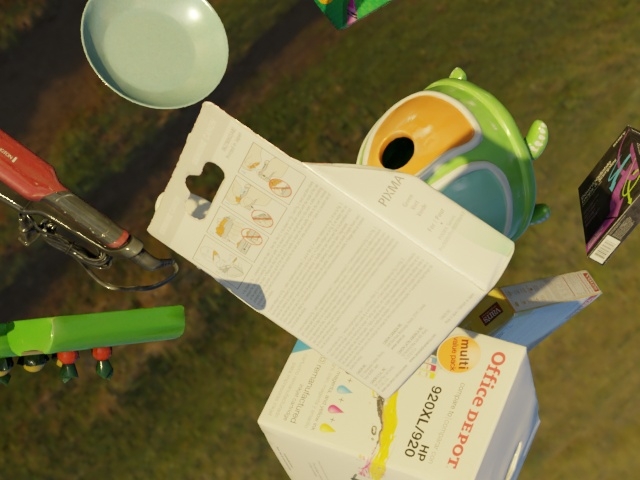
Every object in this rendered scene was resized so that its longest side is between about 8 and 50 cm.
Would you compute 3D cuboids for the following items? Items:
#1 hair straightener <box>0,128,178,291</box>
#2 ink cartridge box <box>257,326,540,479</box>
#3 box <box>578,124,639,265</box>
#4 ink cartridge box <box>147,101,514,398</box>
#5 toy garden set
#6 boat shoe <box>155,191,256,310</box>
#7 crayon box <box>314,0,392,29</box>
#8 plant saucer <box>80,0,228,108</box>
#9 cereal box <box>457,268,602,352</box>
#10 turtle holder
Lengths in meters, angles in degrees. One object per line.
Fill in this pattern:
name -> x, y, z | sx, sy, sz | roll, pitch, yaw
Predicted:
hair straightener -> -0.227, -0.024, 1.116 | 0.089, 0.230, 0.047 | -46, -164, 54
ink cartridge box -> 0.089, 0.186, 1.346 | 0.171, 0.232, 0.168 | -63, 154, -26
box -> 0.370, -0.059, 1.623 | 0.116, 0.029, 0.162 | -56, -167, 32
ink cartridge box -> 0.000, 0.000, 0.918 | 0.056, 0.224, 0.181 | -53, 178, -36
toy garden set -> -0.241, 0.082, 0.819 | 0.244, 0.049, 0.203 | -9, 176, 39
boat shoe -> -0.111, 0.016, 1.443 | 0.066, 0.184, 0.063 | -55, 177, -43
crayon box -> 0.122, -0.393, 1.620 | 0.278, 0.081, 0.165 | -47, -166, -27
plant saucer -> -0.215, -0.251, 1.667 | 0.195, 0.195, 0.037 | -31, 175, -29
cereal box -> 0.244, 0.112, 1.688 | 0.173, 0.047, 0.240 | -44, 158, 31
turtle holder -> 0.155, -0.061, 1.794 | 0.227, 0.243, 0.320 | -30, 161, -29
